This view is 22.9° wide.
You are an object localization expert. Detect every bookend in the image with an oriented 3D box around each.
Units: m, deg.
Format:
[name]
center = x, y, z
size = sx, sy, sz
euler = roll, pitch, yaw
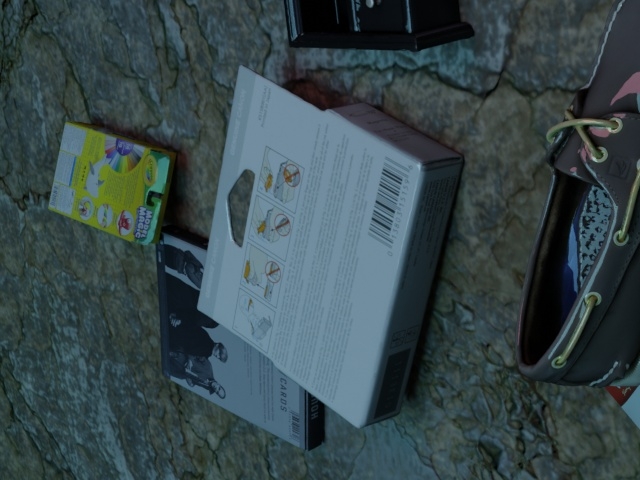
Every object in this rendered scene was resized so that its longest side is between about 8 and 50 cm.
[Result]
[bookend]
center = 0.042, -0.243, 1.332
size = 0.157, 0.072, 0.156
euler = 10, 112, 46

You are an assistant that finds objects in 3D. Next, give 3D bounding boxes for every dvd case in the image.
[dvd case]
center = -0.087, 0.098, 1.652
size = 0.238, 0.029, 0.179
euler = 21, 120, 42

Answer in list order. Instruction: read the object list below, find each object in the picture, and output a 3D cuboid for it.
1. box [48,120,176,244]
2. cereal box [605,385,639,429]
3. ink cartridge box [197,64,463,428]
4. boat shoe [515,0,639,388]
[box]
center = -0.219, -0.062, 1.706
size = 0.179, 0.043, 0.105
euler = 21, 101, 45
[cereal box]
center = 0.326, 0.129, 1.180
size = 0.240, 0.047, 0.173
euler = 50, 137, 22
[ink cartridge box]
center = 0.000, 0.000, 1.473
size = 0.239, 0.060, 0.275
euler = 33, 123, 37
[boat shoe]
center = 0.215, -0.045, 1.159
size = 0.116, 0.096, 0.324
euler = 37, 122, 58
